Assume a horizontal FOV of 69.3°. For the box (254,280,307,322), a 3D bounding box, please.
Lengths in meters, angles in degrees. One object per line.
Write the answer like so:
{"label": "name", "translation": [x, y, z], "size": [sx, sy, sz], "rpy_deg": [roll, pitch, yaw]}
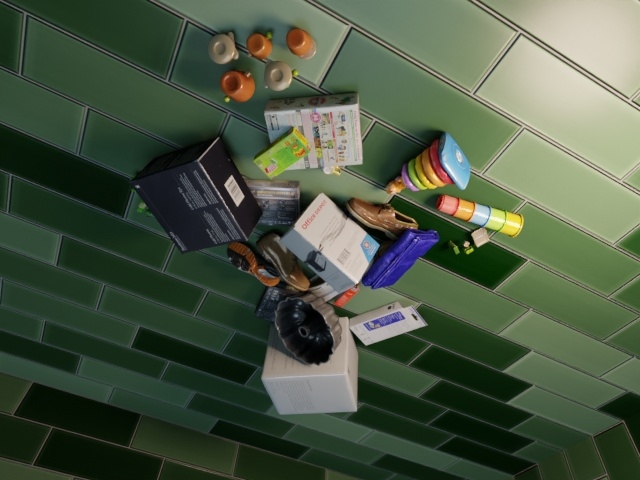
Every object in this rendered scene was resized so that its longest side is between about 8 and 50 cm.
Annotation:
{"label": "box", "translation": [-0.187, 0.293, 2.155], "size": [0.184, 0.059, 0.232], "rpy_deg": [19, 128, -11]}

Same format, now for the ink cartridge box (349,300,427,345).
{"label": "ink cartridge box", "translation": [0.318, 0.385, 2.190], "size": [0.333, 0.065, 0.165], "rpy_deg": [-23, 124, 24]}

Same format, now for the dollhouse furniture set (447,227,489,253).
{"label": "dollhouse furniture set", "translation": [0.597, -0.001, 1.866], "size": [0.152, 0.058, 0.076], "rpy_deg": [-30, 116, 4]}

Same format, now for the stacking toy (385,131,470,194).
{"label": "stacking toy", "translation": [0.352, -0.235, 1.628], "size": [0.302, 0.175, 0.166], "rpy_deg": [-22, 126, 38]}

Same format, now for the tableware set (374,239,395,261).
{"label": "tableware set", "translation": [0.277, 0.066, 1.932], "size": [0.129, 0.039, 0.194], "rpy_deg": [-17, 137, -11]}

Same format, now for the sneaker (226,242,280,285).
{"label": "sneaker", "translation": [-0.289, 0.105, 1.985], "size": [0.262, 0.121, 0.099], "rpy_deg": [39, 85, -2]}

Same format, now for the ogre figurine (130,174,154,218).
{"label": "ogre figurine", "translation": [-0.654, -0.162, 1.793], "size": [0.118, 0.097, 0.196], "rpy_deg": [12, 117, 18]}

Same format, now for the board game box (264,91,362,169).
{"label": "board game box", "translation": [-0.016, -0.364, 1.563], "size": [0.304, 0.097, 0.223], "rpy_deg": [-2, 131, 8]}

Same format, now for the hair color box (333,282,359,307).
{"label": "hair color box", "translation": [0.117, 0.229, 2.068], "size": [0.043, 0.071, 0.141], "rpy_deg": [29, 127, -17]}

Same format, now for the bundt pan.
{"label": "bundt pan", "translation": [-0.039, 0.372, 2.024], "size": [0.331, 0.124, 0.330], "rpy_deg": [17, 119, 33]}

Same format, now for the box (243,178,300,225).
{"label": "box", "translation": [-0.194, -0.145, 1.788], "size": [0.231, 0.056, 0.182], "rpy_deg": [2, 129, 3]}

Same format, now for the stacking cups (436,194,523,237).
{"label": "stacking cups", "translation": [0.596, -0.102, 1.737], "size": [0.317, 0.096, 0.096], "rpy_deg": [17, 129, -8]}

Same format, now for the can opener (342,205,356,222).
{"label": "can opener", "translation": [0.104, -0.064, 1.833], "size": [0.059, 0.073, 0.186], "rpy_deg": [0, 140, -6]}

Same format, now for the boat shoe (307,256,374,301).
{"label": "boat shoe", "translation": [0.056, 0.128, 1.963], "size": [0.157, 0.135, 0.367], "rpy_deg": [36, 134, -19]}

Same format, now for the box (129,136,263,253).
{"label": "box", "translation": [-0.439, -0.153, 1.680], "size": [0.313, 0.178, 0.343], "rpy_deg": [-11, 124, 24]}

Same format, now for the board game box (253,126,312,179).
{"label": "board game box", "translation": [-0.127, -0.290, 1.547], "size": [0.181, 0.043, 0.092], "rpy_deg": [-30, 122, 28]}

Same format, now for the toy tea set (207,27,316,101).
{"label": "toy tea set", "translation": [-0.175, -0.546, 1.437], "size": [0.337, 0.124, 0.199], "rpy_deg": [-3, 100, 12]}

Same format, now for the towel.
{"label": "towel", "translation": [0.323, 0.080, 1.837], "size": [0.228, 0.076, 0.308], "rpy_deg": [2, 136, -48]}

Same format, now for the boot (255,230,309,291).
{"label": "boot", "translation": [-0.130, 0.089, 1.941], "size": [0.115, 0.112, 0.305], "rpy_deg": [-35, 110, 16]}

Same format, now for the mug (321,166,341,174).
{"label": "mug", "translation": [0.036, -0.269, 1.659], "size": [0.078, 0.064, 0.062], "rpy_deg": [4, 130, 1]}

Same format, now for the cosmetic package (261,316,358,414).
{"label": "cosmetic package", "translation": [-0.036, 0.606, 2.231], "size": [0.394, 0.329, 0.327], "rpy_deg": [-6, 129, 11]}

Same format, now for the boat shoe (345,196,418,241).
{"label": "boat shoe", "translation": [0.238, -0.100, 1.768], "size": [0.308, 0.110, 0.104], "rpy_deg": [25, 124, -28]}

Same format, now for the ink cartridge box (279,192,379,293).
{"label": "ink cartridge box", "translation": [0.037, 0.009, 1.730], "size": [0.307, 0.223, 0.129], "rpy_deg": [42, 141, -8]}
